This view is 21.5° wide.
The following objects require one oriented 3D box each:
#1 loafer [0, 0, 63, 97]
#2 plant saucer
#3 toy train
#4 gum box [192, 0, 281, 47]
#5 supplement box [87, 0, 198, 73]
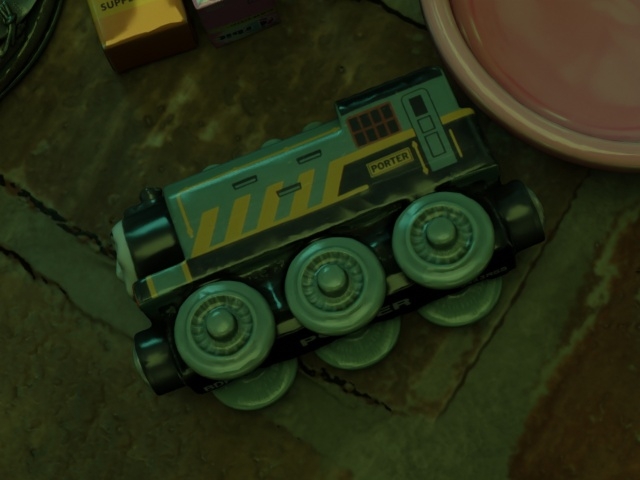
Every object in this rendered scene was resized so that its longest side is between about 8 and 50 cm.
[{"bbox_3d":[-0.288,-0.160,1.372,0.096,0.084,0.267,26,84,8],"label":"loafer"},{"bbox_3d":[0.238,-0.207,1.323,0.332,0.084,0.332,0,76,-1],"label":"plant saucer"},{"bbox_3d":[0.000,0.000,1.305,0.334,0.142,0.190,-22,68,3],"label":"toy train"},{"bbox_3d":[-0.096,-0.265,1.362,0.062,0.107,0.188,-20,80,1],"label":"gum box"},{"bbox_3d":[-0.172,-0.263,1.384,0.078,0.080,0.233,-19,78,0],"label":"supplement box"}]
